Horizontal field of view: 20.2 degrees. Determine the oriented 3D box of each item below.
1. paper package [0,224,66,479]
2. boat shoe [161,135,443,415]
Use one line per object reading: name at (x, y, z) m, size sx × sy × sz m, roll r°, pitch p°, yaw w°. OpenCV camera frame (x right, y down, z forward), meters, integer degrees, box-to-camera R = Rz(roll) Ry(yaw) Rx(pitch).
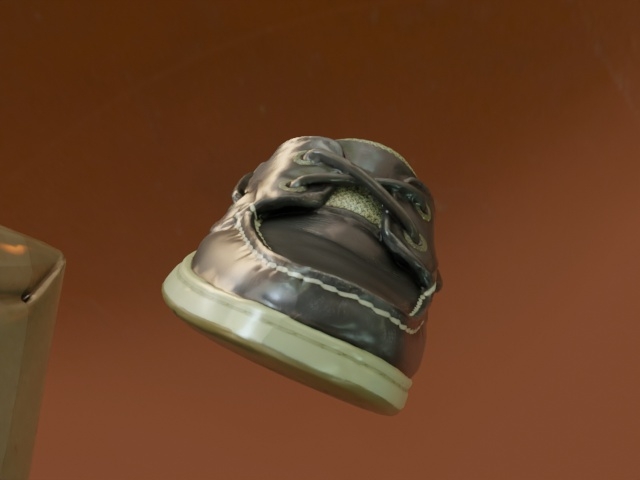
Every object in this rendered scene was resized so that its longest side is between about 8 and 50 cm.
paper package at (-0.290, 0.112, 0.644) m, size 0.324 × 0.168 × 0.310 m, roll 3°, pitch 77°, yaw 23°
boat shoe at (0.001, 0.000, 0.580) m, size 0.080 × 0.223 × 0.073 m, roll 27°, pitch 93°, yaw -3°
